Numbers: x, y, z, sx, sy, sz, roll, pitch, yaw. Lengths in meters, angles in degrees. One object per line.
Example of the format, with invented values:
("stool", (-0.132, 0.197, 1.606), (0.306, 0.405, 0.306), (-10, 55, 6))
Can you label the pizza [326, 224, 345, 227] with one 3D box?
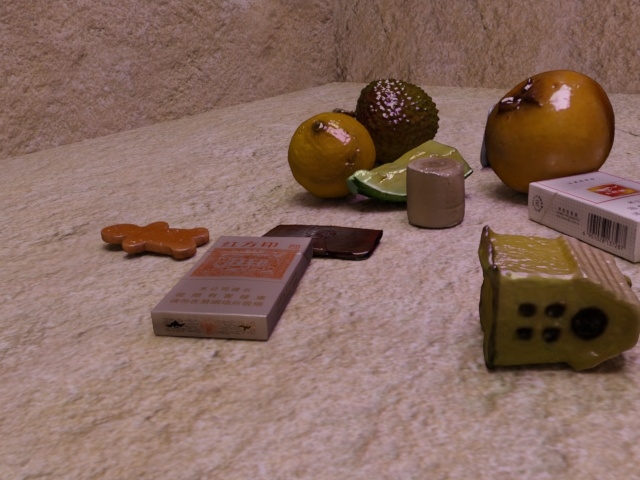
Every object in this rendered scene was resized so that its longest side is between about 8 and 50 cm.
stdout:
("pizza", (0.041, -0.021, 1.597), (0.083, 0.016, 0.037), (14, 25, 31))

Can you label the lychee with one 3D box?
("lychee", (0.208, -0.365, 2.162), (0.319, 0.270, 0.270), (-22, 18, 9))

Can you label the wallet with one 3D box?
("wallet", (0.000, 0.000, 1.521), (0.255, 0.031, 0.137), (4, 22, 20))

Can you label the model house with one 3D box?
("model house", (0.356, 0.078, 1.041), (0.234, 0.175, 0.193), (-3, 19, 9))

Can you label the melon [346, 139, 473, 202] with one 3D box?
("melon", (0.213, -0.159, 1.801), (0.323, 0.124, 0.196), (-22, 21, -22))

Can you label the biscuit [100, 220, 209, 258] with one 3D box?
("biscuit", (-0.380, -0.001, 1.581), (0.249, 0.036, 0.165), (6, 21, 14))

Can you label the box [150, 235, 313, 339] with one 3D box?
("box", (-0.148, 0.075, 1.306), (0.204, 0.051, 0.365), (1, 20, 12))

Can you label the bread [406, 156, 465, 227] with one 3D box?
("bread", (0.270, -0.115, 1.632), (0.133, 0.141, 0.148), (2, 21, 17))

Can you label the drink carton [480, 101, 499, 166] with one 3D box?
("drink carton", (0.589, -0.297, 2.053), (0.189, 0.191, 0.185), (15, 23, 20))

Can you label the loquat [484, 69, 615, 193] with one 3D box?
("loquat", (0.594, -0.257, 1.771), (0.359, 0.328, 0.328), (38, 5, -24))

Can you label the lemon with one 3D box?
("lemon", (0.034, -0.225, 1.846), (0.228, 0.229, 0.253), (7, 9, 26))

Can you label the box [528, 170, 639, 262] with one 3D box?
("box", (0.634, -0.062, 1.503), (0.210, 0.095, 0.330), (-10, 20, -19))
